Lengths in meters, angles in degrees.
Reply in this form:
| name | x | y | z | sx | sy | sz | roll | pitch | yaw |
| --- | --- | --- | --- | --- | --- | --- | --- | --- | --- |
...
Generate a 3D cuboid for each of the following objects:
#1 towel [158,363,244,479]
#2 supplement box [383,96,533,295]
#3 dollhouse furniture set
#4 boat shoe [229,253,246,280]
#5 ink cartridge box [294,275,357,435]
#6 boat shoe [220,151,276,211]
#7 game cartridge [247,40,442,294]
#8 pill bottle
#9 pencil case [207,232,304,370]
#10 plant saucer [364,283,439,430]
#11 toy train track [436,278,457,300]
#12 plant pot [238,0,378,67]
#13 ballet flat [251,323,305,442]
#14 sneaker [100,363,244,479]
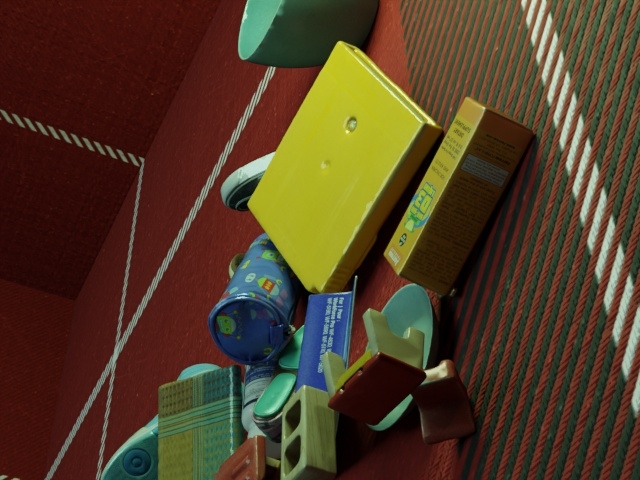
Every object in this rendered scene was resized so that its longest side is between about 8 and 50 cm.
| name | x | y | z | sx | sy | sz | roll | pitch | yaw |
| --- | --- | --- | --- | --- | --- | --- | --- | --- | --- |
| towel | -0.196 | 0.407 | 1.872 | 0.271 | 0.040 | 0.370 | -21 | 66 | 51 |
| supplement box | 0.168 | -0.054 | 1.399 | 0.233 | 0.080 | 0.078 | -65 | 19 | 12 |
| dollhouse furniture set | 0.040 | 0.273 | 1.306 | 0.374 | 0.201 | 0.152 | -49 | 28 | 36 |
| boat shoe | -0.125 | 0.112 | 2.075 | 0.257 | 0.095 | 0.095 | -115 | 40 | -64 |
| ink cartridge box | 0.001 | 0.190 | 1.503 | 0.333 | 0.065 | 0.165 | 97 | 180 | -58 |
| boat shoe | -0.050 | -0.093 | 1.950 | 0.306 | 0.113 | 0.105 | -21 | 73 | 33 |
| game cartridge | 0.027 | -0.108 | 1.752 | 0.324 | 0.052 | 0.285 | -60 | 40 | 21 |
| pill bottle | -0.077 | 0.257 | 1.793 | 0.094 | 0.094 | 0.169 | -54 | 26 | 43 |
| pencil case | -0.087 | 0.088 | 1.838 | 0.306 | 0.133 | 0.119 | -68 | -11 | -66 |
| plant saucer | 0.109 | 0.153 | 1.451 | 0.195 | 0.037 | 0.195 | -162 | 90 | -72 |
| toy train track | 0.162 | 0.048 | 1.435 | 0.048 | 0.014 | 0.083 | -59 | 22 | 19 |
| plant pot | -0.007 | -0.439 | 2.094 | 0.290 | 0.195 | 0.290 | -162 | 90 | -72 |
| ballet flat | -0.036 | 0.217 | 1.726 | 0.221 | 0.077 | 0.079 | -59 | -38 | -40 |
| sneaker | -0.277 | 0.356 | 2.121 | 0.319 | 0.127 | 0.208 | -38 | 13 | -5 |
